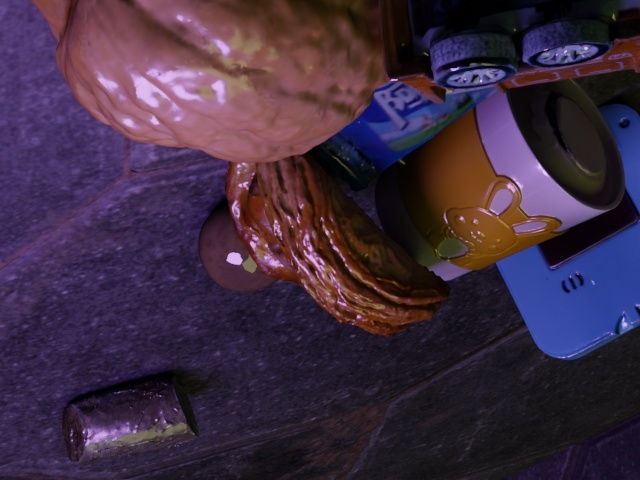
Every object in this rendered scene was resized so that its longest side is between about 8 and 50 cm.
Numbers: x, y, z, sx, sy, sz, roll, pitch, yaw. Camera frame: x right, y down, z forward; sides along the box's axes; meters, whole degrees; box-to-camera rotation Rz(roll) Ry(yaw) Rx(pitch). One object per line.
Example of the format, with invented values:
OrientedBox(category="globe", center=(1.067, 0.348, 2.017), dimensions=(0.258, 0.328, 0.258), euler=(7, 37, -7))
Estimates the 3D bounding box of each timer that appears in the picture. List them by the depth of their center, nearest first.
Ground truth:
OrientedBox(category="timer", center=(0.324, -0.005, 1.365), dimensions=(0.232, 0.250, 0.091), euler=(-31, 152, 20))

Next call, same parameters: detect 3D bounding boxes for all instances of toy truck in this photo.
OrientedBox(category="toy truck", center=(0.198, -0.171, 0.753), dimensions=(0.306, 0.136, 0.162), euler=(-7, 172, 15))

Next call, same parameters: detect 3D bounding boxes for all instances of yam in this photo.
OrientedBox(category="yam", center=(-0.260, 0.245, 1.587), dimensions=(0.183, 0.107, 0.107), euler=(-13, 153, -14))

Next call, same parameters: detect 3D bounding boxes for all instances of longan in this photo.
OrientedBox(category="longan", center=(-0.080, 0.005, 1.256), dimensions=(0.113, 0.092, 0.113), euler=(-1, 139, -1))

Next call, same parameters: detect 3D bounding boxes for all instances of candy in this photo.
OrientedBox(category="candy", center=(0.112, -0.179, 1.041), dimensions=(0.331, 0.077, 0.187), euler=(-33, 137, 19))

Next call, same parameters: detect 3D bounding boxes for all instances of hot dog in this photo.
OrientedBox(category="hot dog", center=(0.000, 0.004, 1.148), dimensions=(0.259, 0.175, 0.114), euler=(41, 85, -23))

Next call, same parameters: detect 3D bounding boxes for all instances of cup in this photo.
OrientedBox(category="cup", center=(0.163, -0.084, 1.213), dimensions=(0.241, 0.185, 0.226), euler=(37, 132, -21))

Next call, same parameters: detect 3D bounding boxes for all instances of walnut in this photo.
OrientedBox(category="walnut", center=(-0.061, -0.164, 0.790), dimensions=(0.257, 0.224, 0.257), euler=(-27, 149, -18))
